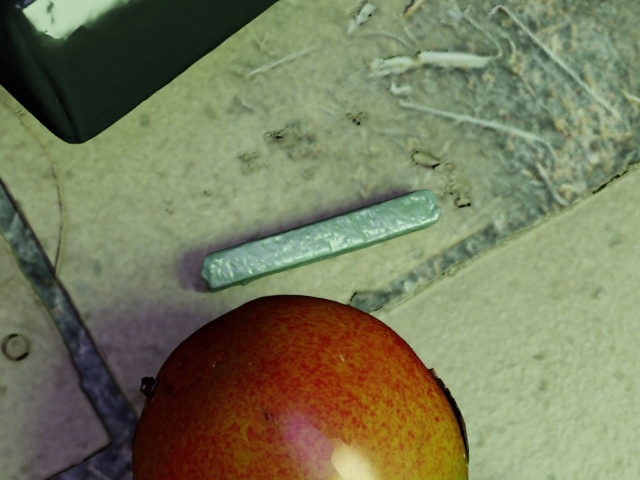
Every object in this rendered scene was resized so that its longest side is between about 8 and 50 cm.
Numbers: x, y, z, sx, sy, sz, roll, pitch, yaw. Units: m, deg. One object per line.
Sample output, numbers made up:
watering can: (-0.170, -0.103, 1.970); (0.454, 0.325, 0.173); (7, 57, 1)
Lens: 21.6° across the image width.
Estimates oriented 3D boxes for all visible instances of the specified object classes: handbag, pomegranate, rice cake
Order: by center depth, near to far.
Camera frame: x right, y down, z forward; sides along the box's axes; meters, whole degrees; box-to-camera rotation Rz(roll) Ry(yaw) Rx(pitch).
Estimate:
pomegranate: (-0.004, 0.144, 1.017); (0.210, 0.210, 0.235); (-40, 70, -13)
handbag: (-0.126, -0.218, 1.102); (0.302, 0.275, 0.178); (-39, 132, -14)
rice cake: (0.000, 0.000, 1.134); (0.170, 0.033, 0.029); (-18, 87, -12)
